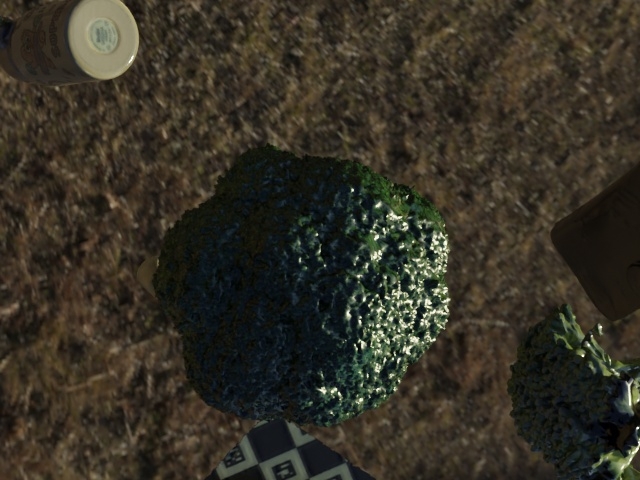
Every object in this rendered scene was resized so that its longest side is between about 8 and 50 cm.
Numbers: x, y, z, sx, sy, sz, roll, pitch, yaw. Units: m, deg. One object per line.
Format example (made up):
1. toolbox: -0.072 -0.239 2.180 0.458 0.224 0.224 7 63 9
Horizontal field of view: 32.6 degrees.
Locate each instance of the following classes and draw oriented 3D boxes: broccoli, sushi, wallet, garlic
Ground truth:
1. broccoli: -0.017 0.038 1.067 0.298 0.297 0.297 -7 113 -16
2. broccoli: 0.213 0.084 0.710 0.204 0.122 0.118 -23 146 -27
3. sushi: -0.053 0.424 1.558 0.292 0.059 0.294 40 96 -25
4. wallet: 0.397 0.007 1.398 0.042 0.165 0.309 -30 172 -18
5. garlic: -0.201 0.047 1.355 0.041 0.083 0.053 -37 118 8

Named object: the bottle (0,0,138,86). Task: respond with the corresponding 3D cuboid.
1. bottle: -0.312 -0.232 1.283 0.110 0.209 0.097 28 74 -39
